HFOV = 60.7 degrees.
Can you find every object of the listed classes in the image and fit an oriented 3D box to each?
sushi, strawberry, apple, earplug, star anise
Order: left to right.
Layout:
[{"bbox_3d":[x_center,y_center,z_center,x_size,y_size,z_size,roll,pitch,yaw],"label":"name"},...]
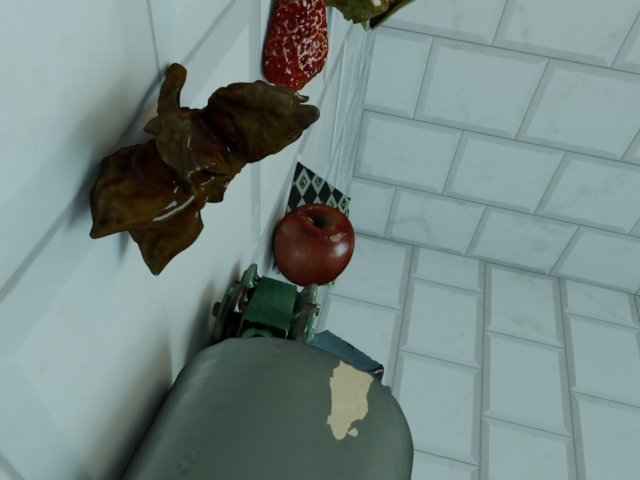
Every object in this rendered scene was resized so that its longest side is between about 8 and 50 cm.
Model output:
[{"bbox_3d":[-0.099,-0.066,0.435,0.196,0.111,0.212,-58,-157,-8],"label":"star anise"},{"bbox_3d":[-0.084,0.337,0.534,0.394,0.312,0.313,-65,167,-55],"label":"earplug"},{"bbox_3d":[-0.028,-0.306,0.786,0.121,0.082,0.188,-60,165,-64],"label":"strawberry"},{"bbox_3d":[-0.016,0.013,1.170,0.181,0.181,0.168,-69,173,-56],"label":"apple"},{"bbox_3d":[0.004,-0.023,1.351,0.290,0.050,0.264,23,80,-59],"label":"sushi"},{"bbox_3d":[0.045,-0.420,0.852,0.156,0.158,0.147,70,31,-73],"label":"apple"}]

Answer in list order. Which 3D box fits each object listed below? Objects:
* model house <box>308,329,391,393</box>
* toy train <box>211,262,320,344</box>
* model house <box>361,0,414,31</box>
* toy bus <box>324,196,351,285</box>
[{"bbox_3d":[-0.013,0.439,1.366,0.297,0.339,0.360,-71,172,-64],"label":"model house"},{"bbox_3d":[-0.095,0.166,0.837,0.304,0.150,0.221,-82,-170,-81],"label":"toy train"},{"bbox_3d":[0.095,-0.637,1.121,0.323,0.340,0.300,-51,-123,43],"label":"model house"},{"bbox_3d":[0.000,0.000,1.573,0.150,0.128,0.262,-53,153,-73],"label":"toy bus"}]
